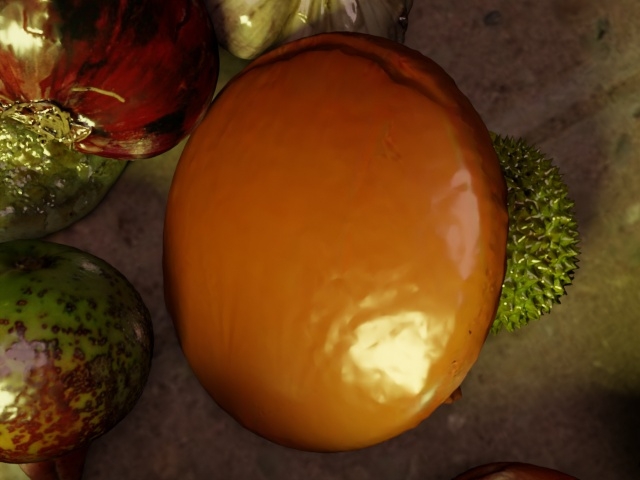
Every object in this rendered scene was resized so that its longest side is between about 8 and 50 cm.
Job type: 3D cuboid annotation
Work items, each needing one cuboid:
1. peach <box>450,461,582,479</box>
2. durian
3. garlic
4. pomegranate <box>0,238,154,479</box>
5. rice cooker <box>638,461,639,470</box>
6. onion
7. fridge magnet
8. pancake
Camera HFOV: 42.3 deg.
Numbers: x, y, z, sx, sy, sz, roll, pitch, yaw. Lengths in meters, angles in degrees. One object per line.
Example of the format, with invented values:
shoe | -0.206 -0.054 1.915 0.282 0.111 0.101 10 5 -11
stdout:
peach | 0.181 0.329 0.691 0.281 0.238 0.281 8 105 29
durian | 0.175 -0.004 0.795 0.159 0.146 0.198 22 87 -3
garlic | -0.022 -0.266 0.836 0.245 0.160 0.245 5 78 -25
pomegranate | -0.250 0.126 0.735 0.214 0.214 0.248 -2 111 -4
rice cooker | 0.438 0.092 0.701 0.335 0.335 0.325 6 80 -2
onion | -0.204 -0.189 0.707 0.281 0.221 0.281 7 78 -35
fridge magnet | 0.000 0.000 0.725 0.363 0.155 0.363 -3 85 38
pancake | -0.296 -0.123 0.802 0.253 0.037 0.253 1 88 -25
